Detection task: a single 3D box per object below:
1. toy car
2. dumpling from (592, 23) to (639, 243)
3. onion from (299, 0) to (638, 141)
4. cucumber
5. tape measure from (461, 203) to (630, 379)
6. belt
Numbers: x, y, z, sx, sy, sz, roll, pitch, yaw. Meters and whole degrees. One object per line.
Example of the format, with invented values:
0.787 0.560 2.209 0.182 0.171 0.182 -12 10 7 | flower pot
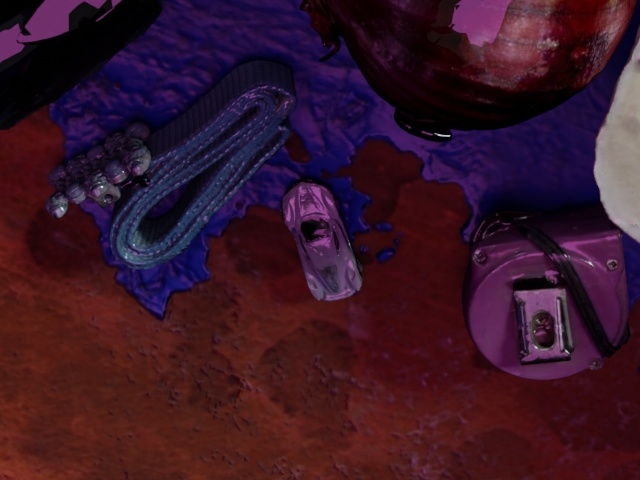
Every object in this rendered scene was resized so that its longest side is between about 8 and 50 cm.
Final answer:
0.000 0.000 1.265 0.041 0.025 0.093 -17 115 11 | toy car
0.276 -0.126 1.075 0.175 0.243 0.227 0 134 31 | dumpling
0.081 -0.182 1.034 0.281 0.281 0.221 19 126 -6 | onion
-0.207 -0.134 1.187 0.193 0.086 0.115 -29 109 10 | cucumber
0.156 0.033 1.244 0.118 0.074 0.125 -9 114 9 | tape measure
-0.094 -0.062 1.224 0.100 0.065 0.179 38 111 -24 | belt
